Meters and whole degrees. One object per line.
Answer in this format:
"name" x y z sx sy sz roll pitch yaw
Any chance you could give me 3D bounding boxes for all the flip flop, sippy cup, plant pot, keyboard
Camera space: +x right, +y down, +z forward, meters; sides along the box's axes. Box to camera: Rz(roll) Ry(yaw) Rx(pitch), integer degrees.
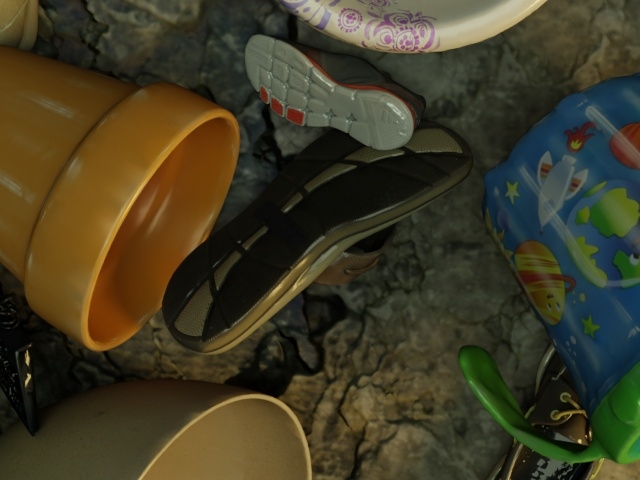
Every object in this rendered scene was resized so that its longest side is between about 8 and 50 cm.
"flip flop" 0.000 0.000 1.009 0.277 0.112 0.080 -40 140 -5
"sippy cup" 0.242 0.007 0.929 0.305 0.240 0.224 -31 67 -11
"plant pot" -0.194 -0.049 0.960 0.188 0.205 0.205 29 99 12
"keyboard" -0.256 0.080 0.975 0.038 0.192 0.100 -8 103 -24
"plant pot" -0.164 0.227 0.982 0.191 0.284 0.284 16 101 29

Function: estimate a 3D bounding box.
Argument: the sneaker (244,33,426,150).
"sneaker" 0.013 -0.123 1.011 0.158 0.065 0.061 30 129 15

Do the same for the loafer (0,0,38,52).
"loafer" -0.266 -0.264 0.964 0.102 0.092 0.268 -6 100 1

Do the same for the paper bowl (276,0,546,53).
"paper bowl" 0.064 -0.282 0.931 0.284 0.148 0.284 0 100 1

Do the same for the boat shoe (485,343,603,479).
"boat shoe" 0.204 0.159 1.045 0.081 0.068 0.227 25 99 -3
